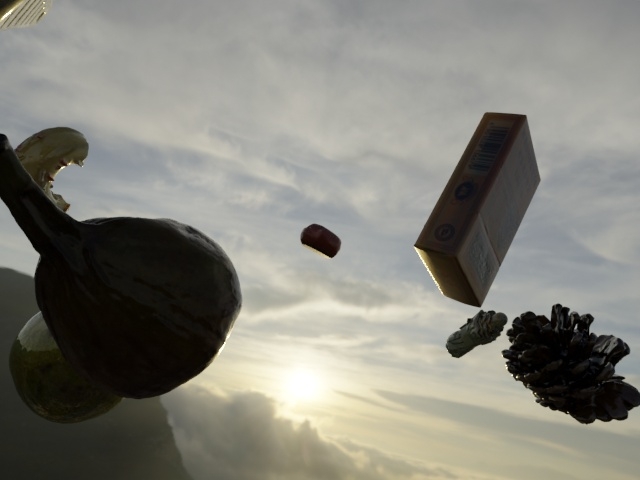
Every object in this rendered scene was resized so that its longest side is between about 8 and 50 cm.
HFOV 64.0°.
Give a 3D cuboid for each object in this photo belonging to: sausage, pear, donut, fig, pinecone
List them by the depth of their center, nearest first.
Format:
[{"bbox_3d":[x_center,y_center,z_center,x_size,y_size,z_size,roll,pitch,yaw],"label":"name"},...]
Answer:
[{"bbox_3d":[-0.207,0.017,0.503,0.191,0.190,0.290,-8,-55,41],"label":"fig"},{"bbox_3d":[0.371,0.183,0.774,0.195,0.150,0.179,36,-6,-5],"label":"pinecone"},{"bbox_3d":[-0.427,-0.099,0.795,0.065,0.165,0.108,27,6,18],"label":"donut"},{"bbox_3d":[-0.472,0.231,1.018,0.253,0.252,0.307,24,-21,-31],"label":"pear"},{"bbox_3d":[0.000,0.000,1.091,0.094,0.054,0.059,29,-12,-24],"label":"sausage"}]

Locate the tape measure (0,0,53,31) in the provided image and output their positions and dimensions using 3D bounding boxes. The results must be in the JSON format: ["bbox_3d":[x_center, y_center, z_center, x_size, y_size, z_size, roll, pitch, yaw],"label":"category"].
[{"bbox_3d":[-0.331,-0.345,0.563,0.130,0.265,0.258,42,8,-27],"label":"tape measure"}]

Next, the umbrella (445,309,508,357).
[{"bbox_3d":[0.298,0.177,0.979,0.062,0.067,0.143,47,-49,1],"label":"umbrella"}]

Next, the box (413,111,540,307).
[{"bbox_3d":[0.268,-0.050,0.844,0.076,0.274,0.174,16,-22,40],"label":"box"}]
